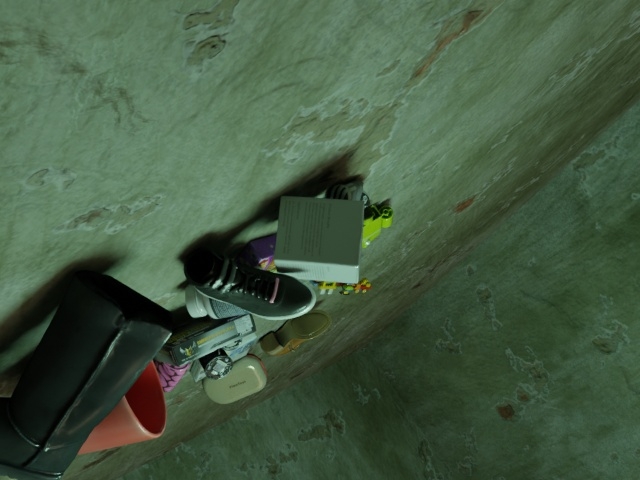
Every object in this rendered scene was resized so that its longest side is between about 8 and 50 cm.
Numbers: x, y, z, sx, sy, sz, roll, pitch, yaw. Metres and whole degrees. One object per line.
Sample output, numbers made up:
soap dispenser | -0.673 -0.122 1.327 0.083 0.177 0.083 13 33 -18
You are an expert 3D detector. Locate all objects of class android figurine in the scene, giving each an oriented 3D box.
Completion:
android figurine | 0.094 -0.013 2.122 0.248 0.056 0.273 -31 163 -8

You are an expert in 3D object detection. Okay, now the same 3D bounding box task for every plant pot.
plant pot | -0.510 0.348 1.664 0.243 0.275 0.275 -22 165 2

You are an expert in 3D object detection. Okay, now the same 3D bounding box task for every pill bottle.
pill bottle | -0.216 0.125 1.741 0.180 0.108 0.108 -10 168 11

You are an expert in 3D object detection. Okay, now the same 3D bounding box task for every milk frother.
milk frother | -0.294 0.291 2.122 0.143 0.135 0.129 -34 132 -9

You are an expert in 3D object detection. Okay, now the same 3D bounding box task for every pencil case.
pencil case | -0.434 0.360 2.137 0.209 0.098 0.095 125 -19 -52

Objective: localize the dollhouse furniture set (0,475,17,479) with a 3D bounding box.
dollhouse furniture set | -0.945 0.638 2.003 0.303 0.198 0.286 1 132 -8

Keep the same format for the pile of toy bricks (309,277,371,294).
pile of toy bricks | 0.067 0.101 2.365 0.212 0.118 0.105 2 116 -39

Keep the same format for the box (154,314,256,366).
box | -0.308 0.246 1.939 0.231 0.056 0.183 -21 -169 -31

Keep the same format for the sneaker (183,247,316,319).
sneaker | -0.162 0.094 1.599 0.147 0.296 0.104 53 51 -69

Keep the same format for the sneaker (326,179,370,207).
sneaker | 0.065 -0.049 1.826 0.132 0.086 0.228 -30 147 -44

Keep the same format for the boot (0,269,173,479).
boot | -0.536 0.241 1.399 0.367 0.146 0.445 26 113 -34

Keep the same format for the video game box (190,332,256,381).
video game box | -0.323 0.378 2.483 0.205 0.048 0.187 -25 165 -28

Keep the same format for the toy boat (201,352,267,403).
toy boat | -0.309 0.474 2.670 0.231 0.151 0.151 -22 -157 0

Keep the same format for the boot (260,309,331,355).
boot | -0.075 0.350 2.772 0.283 0.109 0.220 -32 163 4

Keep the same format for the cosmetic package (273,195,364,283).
cosmetic package | 0.000 0.000 1.649 0.184 0.151 0.151 5 163 3

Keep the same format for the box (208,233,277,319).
box | -0.155 0.082 1.901 0.201 0.057 0.293 -17 158 -44
